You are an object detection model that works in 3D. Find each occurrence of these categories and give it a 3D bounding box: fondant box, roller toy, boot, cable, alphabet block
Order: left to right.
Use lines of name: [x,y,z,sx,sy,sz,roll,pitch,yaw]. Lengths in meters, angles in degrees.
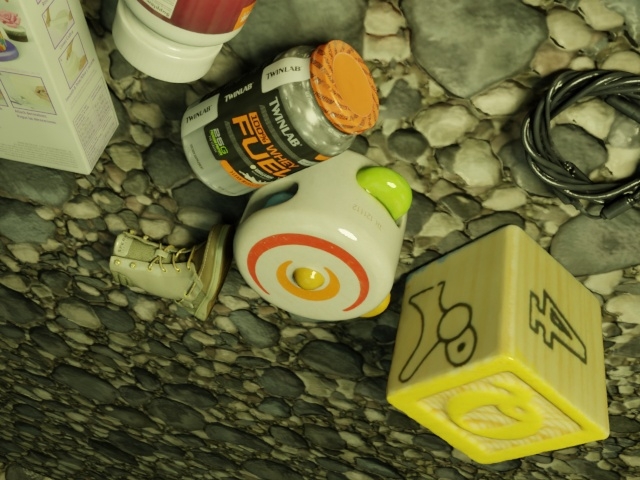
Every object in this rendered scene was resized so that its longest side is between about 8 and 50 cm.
fondant box: [-0.370,-0.228,0.698,0.238,0.096,0.330,12,145,8]
boot: [-0.214,0.026,0.968,0.165,0.077,0.213,23,142,-4]
roller toy: [0.000,0.000,0.807,0.191,0.146,0.209,12,140,7]
alphabet block: [0.220,0.134,0.842,0.193,0.197,0.192,36,137,-21]
cable: [0.287,-0.096,0.674,0.151,0.047,0.184,-22,126,37]

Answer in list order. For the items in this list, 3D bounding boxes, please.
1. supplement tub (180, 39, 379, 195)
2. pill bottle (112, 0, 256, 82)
supplement tub: [-0.043,-0.126,0.703,0.190,0.117,0.117,-19,128,35]
pill bottle: [-0.104,-0.247,0.583,0.121,0.121,0.221,28,139,-12]
